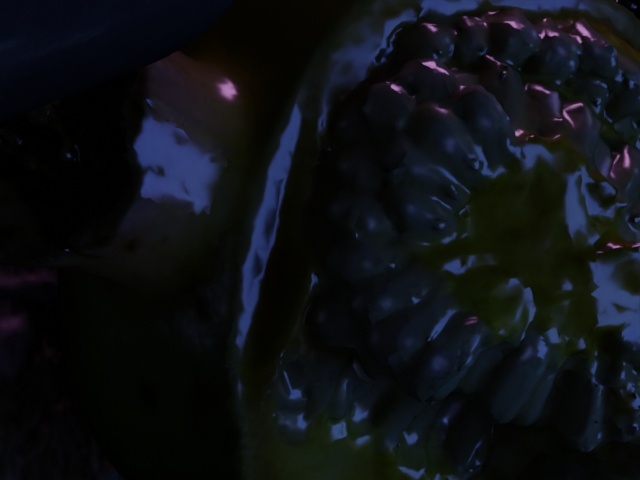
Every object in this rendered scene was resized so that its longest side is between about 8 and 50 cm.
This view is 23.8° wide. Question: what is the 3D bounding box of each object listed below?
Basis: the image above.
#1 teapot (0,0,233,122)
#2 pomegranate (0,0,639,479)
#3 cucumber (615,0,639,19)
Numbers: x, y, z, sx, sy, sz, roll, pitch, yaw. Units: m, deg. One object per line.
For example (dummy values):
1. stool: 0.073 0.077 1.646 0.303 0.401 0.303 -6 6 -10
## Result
1. teapot: -0.125 -0.060 0.337 0.225 0.171 0.203 -49 147 -42
2. pomegranate: 0.000 0.000 0.561 0.340 0.260 0.260 28 68 -34
3. cucumber: 0.212 -0.120 1.199 0.067 0.067 0.245 55 45 -57
